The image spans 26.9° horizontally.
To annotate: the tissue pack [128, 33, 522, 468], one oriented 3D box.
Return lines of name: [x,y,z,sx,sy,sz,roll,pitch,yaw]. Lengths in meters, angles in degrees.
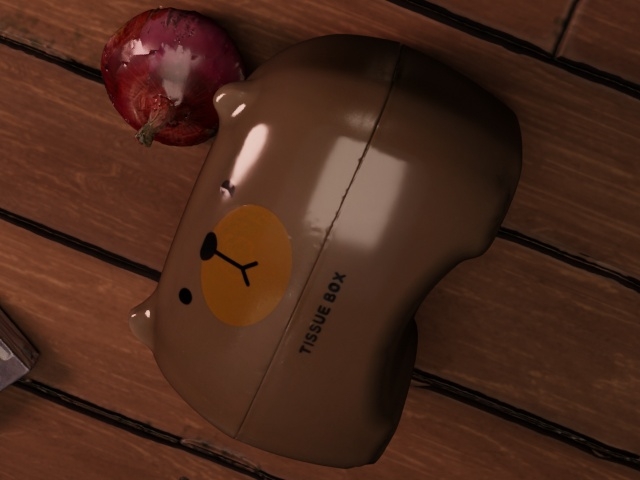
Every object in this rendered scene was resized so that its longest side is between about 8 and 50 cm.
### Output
tissue pack: [0.000,0.000,1.273,0.277,0.267,0.387,25,115,-1]

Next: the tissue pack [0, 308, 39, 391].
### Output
tissue pack: [-0.410,0.136,1.504,0.156,0.051,0.112,-34,106,19]

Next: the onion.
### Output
onion: [-0.153,-0.144,1.304,0.150,0.140,0.150,10,128,14]
